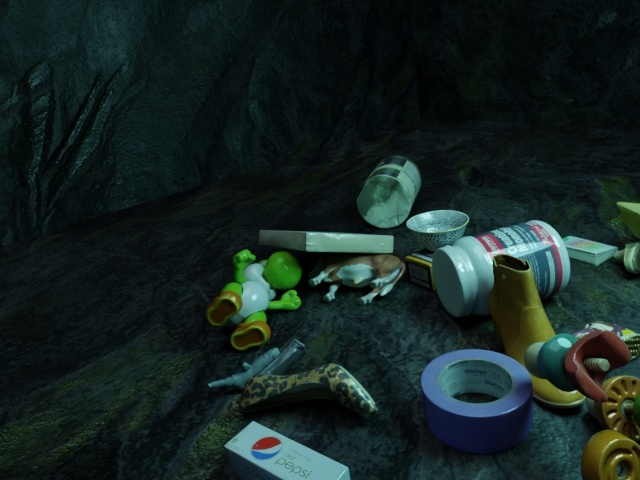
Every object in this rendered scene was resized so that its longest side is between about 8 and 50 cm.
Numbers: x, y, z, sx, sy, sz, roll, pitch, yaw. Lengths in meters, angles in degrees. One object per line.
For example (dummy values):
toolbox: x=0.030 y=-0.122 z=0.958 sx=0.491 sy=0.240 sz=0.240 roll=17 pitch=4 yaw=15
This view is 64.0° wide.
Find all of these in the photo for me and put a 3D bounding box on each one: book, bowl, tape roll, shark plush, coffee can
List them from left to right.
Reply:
shark plush: x=-0.163 y=0.284 z=1.115 sx=0.161 sy=0.067 sz=0.073 roll=-12 pitch=21 yaw=-5
coffee can: x=0.266 y=-0.189 z=1.945 sx=0.201 sy=0.202 sz=0.275 roll=-2 pitch=23 yaw=20
bowl: x=0.328 y=-0.019 z=1.423 sx=0.169 sy=0.080 sz=0.170 roll=-10 pitch=20 yaw=4
tape roll: x=0.277 y=0.280 z=0.914 sx=0.188 sy=0.080 sz=0.189 roll=-8 pitch=22 yaw=3
book: x=0.735 y=0.024 z=1.436 sx=0.096 sy=0.035 sz=0.144 roll=-16 pitch=20 yaw=-26

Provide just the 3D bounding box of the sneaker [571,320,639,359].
sneaker: x=0.536 y=0.196 z=1.001 sx=0.185 sy=0.070 sz=0.084 roll=7 pitch=10 yaw=-23

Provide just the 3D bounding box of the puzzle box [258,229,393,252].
puzzle box: x=0.000 y=0.000 z=1.558 sx=0.271 sy=0.052 sz=0.409 roll=2 pitch=1 yaw=-24

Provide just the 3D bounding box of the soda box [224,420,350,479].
soda box: x=-0.056 y=0.376 z=0.834 sx=0.216 sy=0.069 sz=0.073 roll=9 pitch=28 yaw=39

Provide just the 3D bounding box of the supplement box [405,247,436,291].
supplement box: x=0.344 y=0.061 z=1.438 sx=0.188 sy=0.081 sz=0.104 roll=-22 pitch=23 yaw=-27

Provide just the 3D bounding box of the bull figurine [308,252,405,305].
bull figurine: x=0.079 y=0.094 z=1.450 sx=0.310 sy=0.101 sz=0.188 roll=-5 pitch=28 yaw=29

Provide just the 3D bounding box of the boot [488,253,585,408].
boot: x=0.401 y=0.157 z=0.989 sx=0.104 sy=0.212 sz=0.295 roll=-12 pitch=21 yaw=-4

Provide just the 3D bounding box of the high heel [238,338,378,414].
high heel: x=-0.031 y=0.316 z=0.995 sx=0.261 sy=0.093 sz=0.186 roll=23 pitch=56 yaw=41

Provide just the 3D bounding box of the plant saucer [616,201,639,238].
plant saucer: x=0.953 y=0.001 z=1.242 sx=0.332 sy=0.081 sz=0.333 roll=3 pitch=21 yaw=-7

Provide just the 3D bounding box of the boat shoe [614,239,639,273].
boat shoe: x=0.798 y=0.044 z=1.321 sx=0.072 sy=0.068 sz=0.189 roll=-8 pitch=6 yaw=41

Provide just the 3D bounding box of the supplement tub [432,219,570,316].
supplement tub: x=0.427 y=0.069 z=1.229 sx=0.271 sy=0.191 sz=0.191 roll=-13 pitch=21 yaw=-9

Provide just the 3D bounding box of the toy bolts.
toy bolts: x=0.409 y=0.257 z=0.794 sx=0.218 sy=0.228 sz=0.158 roll=-42 pitch=4 yaw=-17

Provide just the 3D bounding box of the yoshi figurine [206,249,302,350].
yoshi figurine: x=-0.151 y=0.125 z=1.379 sx=0.202 sy=0.204 sz=0.362 roll=10 pitch=22 yaw=6
